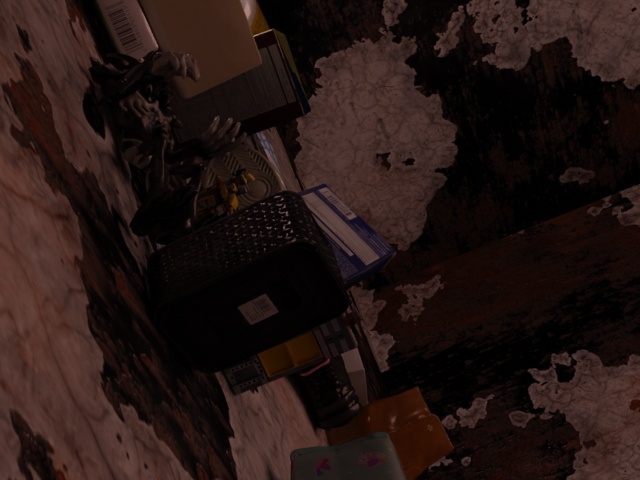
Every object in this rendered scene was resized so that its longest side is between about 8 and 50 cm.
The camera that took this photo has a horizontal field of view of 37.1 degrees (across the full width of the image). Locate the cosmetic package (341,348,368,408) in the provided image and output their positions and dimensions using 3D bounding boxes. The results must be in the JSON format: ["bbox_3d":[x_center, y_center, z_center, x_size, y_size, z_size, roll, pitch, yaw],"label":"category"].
[{"bbox_3d":[0.057,0.307,1.889,0.099,0.060,0.239,-110,-170,-50],"label":"cosmetic package"}]

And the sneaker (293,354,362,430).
[{"bbox_3d":[0.011,0.242,1.636,0.296,0.104,0.147,70,-5,-71],"label":"sneaker"}]

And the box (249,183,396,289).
[{"bbox_3d":[0.000,0.000,1.162,0.136,0.036,0.225,44,23,10],"label":"box"}]

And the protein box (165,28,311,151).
[{"bbox_3d":[-0.134,-0.226,1.482,0.200,0.201,0.136,-77,148,-80],"label":"protein box"}]

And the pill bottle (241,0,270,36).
[{"bbox_3d":[-0.181,-0.350,1.671,0.334,0.188,0.188,62,7,-59],"label":"pill bottle"}]

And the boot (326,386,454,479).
[{"bbox_3d":[0.144,0.419,1.718,0.104,0.211,0.295,60,9,-58],"label":"boot"}]

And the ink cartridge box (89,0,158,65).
[{"bbox_3d":[-0.290,-0.327,1.258,0.181,0.056,0.225,66,-14,-19],"label":"ink cartridge box"}]

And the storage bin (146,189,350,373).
[{"bbox_3d":[-0.075,0.045,0.984,0.084,0.180,0.122,-107,169,-47],"label":"storage bin"}]

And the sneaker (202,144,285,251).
[{"bbox_3d":[-0.092,0.020,1.499,0.148,0.131,0.350,101,-32,-68],"label":"sneaker"}]

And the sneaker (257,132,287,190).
[{"bbox_3d":[-0.131,-0.148,2.044,0.237,0.085,0.086,66,11,9],"label":"sneaker"}]

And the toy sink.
[{"bbox_3d":[-0.191,-0.317,1.314,0.234,0.131,0.153,45,-21,55],"label":"toy sink"}]

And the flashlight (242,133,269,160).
[{"bbox_3d":[-0.098,-0.057,1.827,0.103,0.103,0.304,40,29,-79],"label":"flashlight"}]

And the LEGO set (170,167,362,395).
[{"bbox_3d":[-0.058,0.031,1.230,0.331,0.192,0.255,-92,159,-79],"label":"LEGO set"}]

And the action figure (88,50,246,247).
[{"bbox_3d":[-0.165,-0.126,1.063,0.164,0.141,0.275,43,24,-53],"label":"action figure"}]

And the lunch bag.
[{"bbox_3d":[0.058,0.397,1.129,0.223,0.160,0.262,-109,-172,-75],"label":"lunch bag"}]
